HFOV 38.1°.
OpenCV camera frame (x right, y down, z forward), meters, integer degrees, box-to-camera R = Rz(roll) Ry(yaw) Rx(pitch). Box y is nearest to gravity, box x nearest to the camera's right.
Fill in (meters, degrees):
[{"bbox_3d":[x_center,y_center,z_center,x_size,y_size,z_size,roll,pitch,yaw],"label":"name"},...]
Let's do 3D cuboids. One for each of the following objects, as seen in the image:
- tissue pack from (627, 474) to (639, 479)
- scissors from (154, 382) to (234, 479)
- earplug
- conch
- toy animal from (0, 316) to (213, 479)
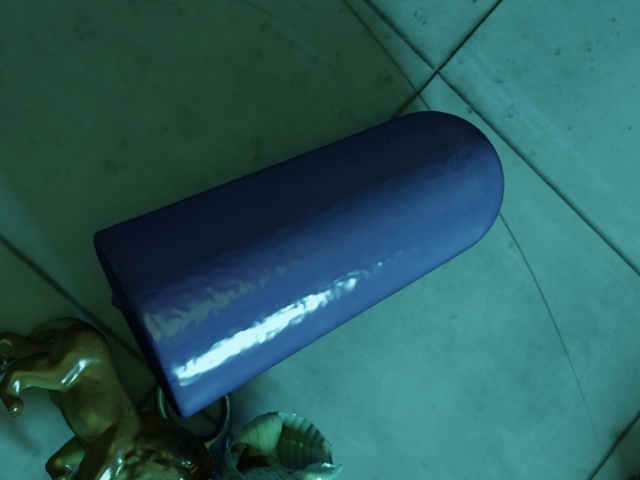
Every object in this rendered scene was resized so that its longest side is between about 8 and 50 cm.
[{"bbox_3d":[0.445,0.313,1.186,0.083,0.063,0.035,-11,88,-15],"label":"tissue pack"},{"bbox_3d":[-0.079,0.336,1.077,0.383,0.029,0.256,36,82,-10],"label":"scissors"},{"bbox_3d":[0.000,0.000,1.016,0.455,0.215,0.215,-25,95,-15],"label":"earplug"},{"bbox_3d":[-0.058,0.264,1.017,0.102,0.153,0.135,-31,86,31],"label":"conch"},{"bbox_3d":[-0.239,0.187,1.000,0.157,0.097,0.312,-32,88,-19],"label":"toy animal"}]
